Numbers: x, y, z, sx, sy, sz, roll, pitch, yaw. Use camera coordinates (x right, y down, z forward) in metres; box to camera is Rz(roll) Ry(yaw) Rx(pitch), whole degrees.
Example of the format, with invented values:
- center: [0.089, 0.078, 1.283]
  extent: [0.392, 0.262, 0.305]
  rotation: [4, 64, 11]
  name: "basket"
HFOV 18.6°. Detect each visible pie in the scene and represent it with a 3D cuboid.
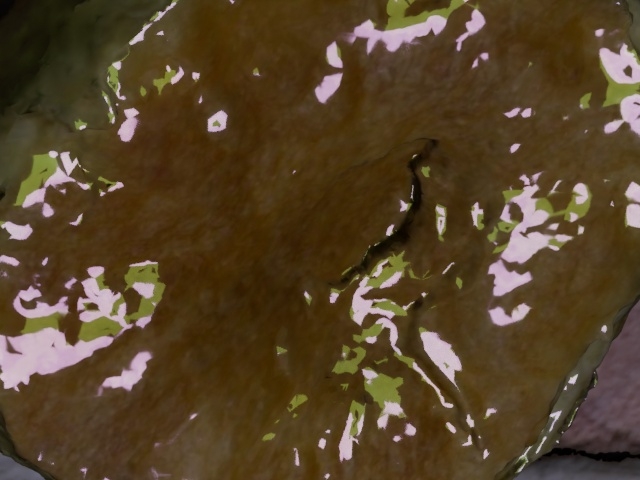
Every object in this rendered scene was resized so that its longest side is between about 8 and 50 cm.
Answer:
- center: [0.000, 0.000, 0.779]
  extent: [0.339, 0.083, 0.339]
  rotation: [-12, 128, -16]
  name: "pie"
